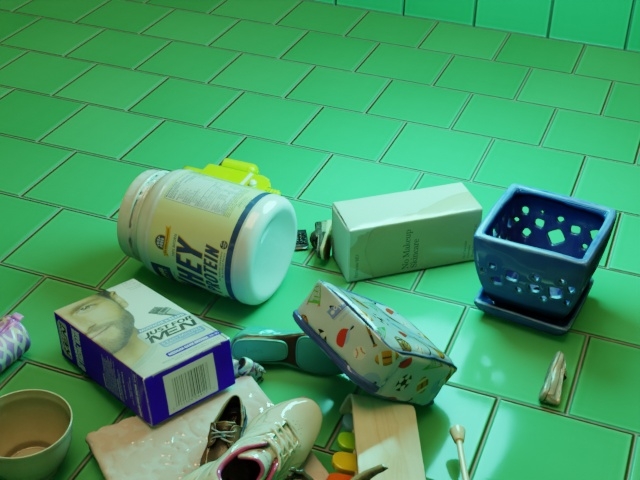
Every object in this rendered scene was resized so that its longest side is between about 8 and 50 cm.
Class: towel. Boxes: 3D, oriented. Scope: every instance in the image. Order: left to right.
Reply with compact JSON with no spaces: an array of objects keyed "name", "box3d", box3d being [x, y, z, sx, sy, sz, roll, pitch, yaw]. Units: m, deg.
[{"name":"towel","box3d":[-0.191,0.381,1.685,0.331,0.053,0.317,-17,37,-25]}]

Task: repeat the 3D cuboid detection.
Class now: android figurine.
[{"name":"android figurine","box3d":[-0.233,-0.118,2.423,0.272,0.056,0.248,13,36,21]}]

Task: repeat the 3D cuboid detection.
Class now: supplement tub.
[{"name":"supplement tub","box3d":[-0.238,-0.016,2.108,0.324,0.236,0.235,16,37,22]}]

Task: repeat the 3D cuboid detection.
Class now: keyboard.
[{"name":"keyboard","box3d":[-0.125,-0.013,2.284,0.191,0.038,0.100,-3,34,-7]}]

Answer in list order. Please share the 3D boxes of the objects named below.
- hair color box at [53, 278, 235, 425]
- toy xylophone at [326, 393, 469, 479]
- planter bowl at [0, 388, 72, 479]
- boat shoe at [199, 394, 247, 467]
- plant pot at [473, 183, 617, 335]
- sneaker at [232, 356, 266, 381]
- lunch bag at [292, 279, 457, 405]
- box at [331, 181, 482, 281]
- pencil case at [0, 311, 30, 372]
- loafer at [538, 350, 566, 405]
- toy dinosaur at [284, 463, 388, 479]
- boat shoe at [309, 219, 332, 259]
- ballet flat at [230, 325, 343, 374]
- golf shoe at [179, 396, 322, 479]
[{"name":"hair color box","box3d":[-0.331,0.196,1.860,0.185,0.110,0.338,-24,30,-34]},{"name":"toy xylophone","box3d":[0.129,0.377,1.663,0.236,0.081,0.323,17,32,-3]},{"name":"planter bowl","box3d":[-0.492,0.343,1.682,0.162,0.109,0.162,0,35,0]},{"name":"boat shoe","box3d":[-0.162,0.328,1.658,0.066,0.066,0.183,3,33,3]},{"name":"plant pot","box3d":[0.450,0.047,2.051,0.235,0.212,0.236,17,36,22]},{"name":"sneaker","box3d":[-0.138,0.250,1.891,0.098,0.069,0.038,-14,52,57]},{"name":"lunch bag","box3d":[0.098,0.184,1.807,0.243,0.115,0.303,40,8,36]},{"name":"box","box3d":[0.186,-0.020,2.206,0.311,0.148,0.121,-11,36,-14]},{"name":"pencil case","box3d":[-0.639,0.221,1.880,0.086,0.088,0.206,20,37,23]},{"name":"loafer","box3d":[0.444,0.262,1.890,0.039,0.045,0.125,27,46,8]},{"name":"toy dinosaur","box3d":[-0.022,0.420,1.533,0.118,0.064,0.268,36,83,23]},{"name":"boat shoe","box3d":[0.000,0.000,2.257,0.049,0.056,0.152,0,24,7]},{"name":"ballet flat","box3d":[-0.049,0.202,1.933,0.247,0.083,0.087,6,20,4]},{"name":"golf shoe","box3d":[-0.086,0.341,1.560,0.306,0.140,0.115,-37,90,-39]}]
